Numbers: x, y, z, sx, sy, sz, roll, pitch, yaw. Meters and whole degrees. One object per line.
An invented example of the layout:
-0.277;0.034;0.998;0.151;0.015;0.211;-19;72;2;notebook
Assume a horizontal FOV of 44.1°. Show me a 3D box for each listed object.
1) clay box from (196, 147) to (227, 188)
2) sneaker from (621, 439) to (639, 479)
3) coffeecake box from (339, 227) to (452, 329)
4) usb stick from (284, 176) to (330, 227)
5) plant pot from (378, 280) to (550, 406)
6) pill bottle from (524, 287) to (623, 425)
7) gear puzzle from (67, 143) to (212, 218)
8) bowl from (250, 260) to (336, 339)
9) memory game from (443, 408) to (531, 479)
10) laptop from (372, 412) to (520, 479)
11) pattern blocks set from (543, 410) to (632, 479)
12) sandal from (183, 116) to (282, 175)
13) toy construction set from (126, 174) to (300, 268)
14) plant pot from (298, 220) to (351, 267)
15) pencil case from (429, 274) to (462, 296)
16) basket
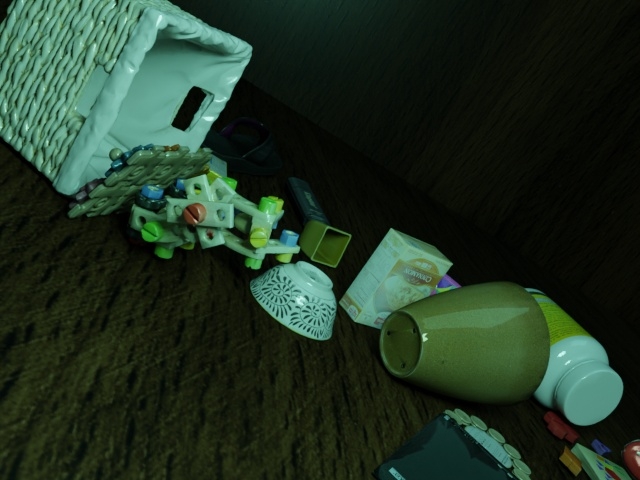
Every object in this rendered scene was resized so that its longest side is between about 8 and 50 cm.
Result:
-0.306;-0.183;1.679;0.222;0.053;0.127;29;16;-17;clay box
0.744;0.513;1.620;0.279;0.107;0.118;43;5;30;sneaker
0.149;0.085;1.560;0.142;0.185;0.068;20;20;-42;coffeecake box
-0.035;-0.089;1.984;0.077;0.045;0.278;29;16;-24;usb stick
0.240;0.184;1.431;0.254;0.237;0.237;6;29;-34;plant pot
0.526;0.262;1.794;0.188;0.188;0.334;27;14;-27;pill bottle
-0.269;-0.110;1.294;0.044;0.175;0.339;55;18;7;gear puzzle
-0.030;0.089;1.371;0.170;0.080;0.170;33;15;-10;bowl
0.284;0.354;1.349;0.186;0.012;0.186;32;15;-9;memory game
0.221;0.375;1.125;0.234;0.136;0.264;42;-7;23;laptop
0.578;0.481;1.555;0.285;0.026;0.325;32;15;-8;pattern blocks set
-0.193;-0.248;2.016;0.167;0.107;0.446;38;15;11;sandal
-0.172;-0.027;1.250;0.215;0.151;0.328;23;3;15;toy construction set
0.000;0.000;1.726;0.081;0.081;0.083;20;9;-44;plant pot
0.248;0.093;1.925;0.236;0.104;0.104;40;16;17;pencil case
-0.348;-0.273;1.344;0.266;0.328;0.331;36;15;15;basket
